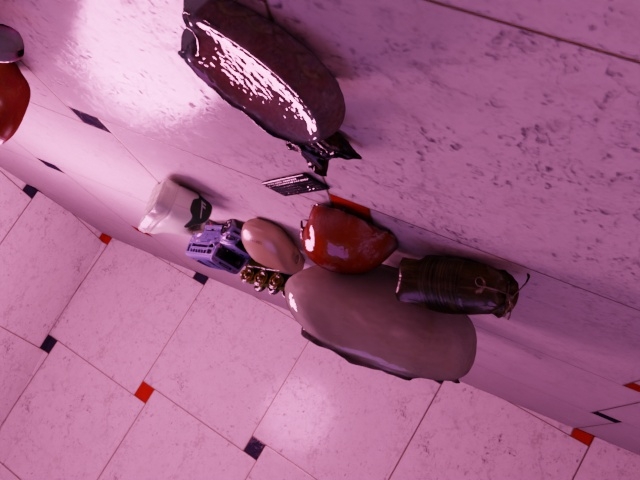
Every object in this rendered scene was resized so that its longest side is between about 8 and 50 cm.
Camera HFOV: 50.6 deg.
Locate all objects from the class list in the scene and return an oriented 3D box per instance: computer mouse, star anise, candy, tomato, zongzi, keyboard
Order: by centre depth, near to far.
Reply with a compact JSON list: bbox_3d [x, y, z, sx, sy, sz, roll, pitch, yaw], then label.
[{"bbox_3d":[-0.013,-0.148,0.975,0.157,0.053,0.212,18,164,31],"label":"star anise"},{"bbox_3d":[-0.052,-0.107,1.315,0.063,0.010,0.198,28,167,-24],"label":"keyboard"},{"bbox_3d":[0.306,0.096,1.317,0.247,0.111,0.241,6,176,40],"label":"zongzi"},{"bbox_3d":[-0.666,-0.310,1.358,0.233,0.139,0.200,59,157,1],"label":"tomato"},{"bbox_3d":[0.051,0.016,1.402,0.199,0.112,0.228,22,170,6],"label":"tomato"},{"bbox_3d":[0.128,0.154,1.495,0.426,0.186,0.386,13,-167,-9],"label":"candy"},{"bbox_3d":[-0.127,0.026,1.794,0.145,0.082,0.236,19,159,24],"label":"computer mouse"}]

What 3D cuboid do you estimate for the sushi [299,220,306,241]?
[{"bbox_3d":[0.000,0.000,1.555,0.120,0.052,0.055,23,-175,-5],"label":"sushi"}]

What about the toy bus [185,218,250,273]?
[{"bbox_3d":[-0.286,0.020,1.987,0.125,0.133,0.292,32,165,-29],"label":"toy bus"}]

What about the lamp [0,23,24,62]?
[{"bbox_3d":[-0.634,-0.314,1.007,0.247,0.301,0.247,19,124,18],"label":"lamp"}]

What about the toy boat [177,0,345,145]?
[{"bbox_3d":[-0.063,-0.210,0.810,0.227,0.085,0.155,37,158,-2],"label":"toy boat"}]

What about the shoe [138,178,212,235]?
[{"bbox_3d":[-0.393,-0.073,1.851,0.160,0.132,0.363,24,165,-18],"label":"shoe"}]

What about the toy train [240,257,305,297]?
[{"bbox_3d":[-0.138,0.085,1.979,0.225,0.137,0.090,8,159,40],"label":"toy train"}]
